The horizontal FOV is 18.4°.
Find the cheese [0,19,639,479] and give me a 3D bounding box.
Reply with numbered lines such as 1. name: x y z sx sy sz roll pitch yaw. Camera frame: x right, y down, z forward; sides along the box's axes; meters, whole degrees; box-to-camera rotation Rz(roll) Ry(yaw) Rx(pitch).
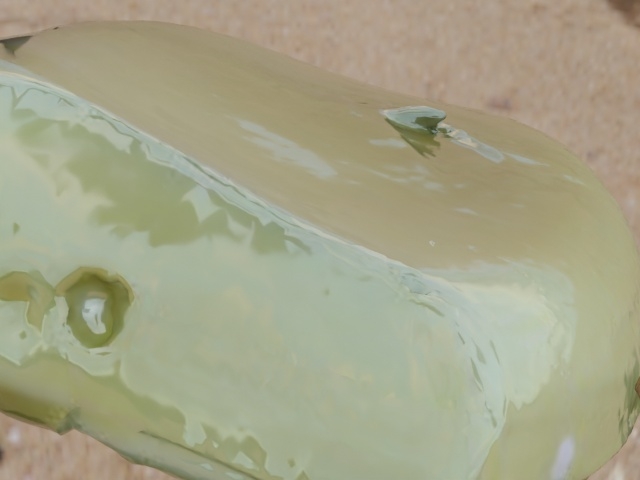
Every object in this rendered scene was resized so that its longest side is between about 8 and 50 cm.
1. cheese: 0.000 0.000 0.704 0.259 0.128 0.316 30 14 12

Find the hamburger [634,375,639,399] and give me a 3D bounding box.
1. hamburger: 0.167 0.033 0.130 0.302 0.302 0.170 10 88 5
